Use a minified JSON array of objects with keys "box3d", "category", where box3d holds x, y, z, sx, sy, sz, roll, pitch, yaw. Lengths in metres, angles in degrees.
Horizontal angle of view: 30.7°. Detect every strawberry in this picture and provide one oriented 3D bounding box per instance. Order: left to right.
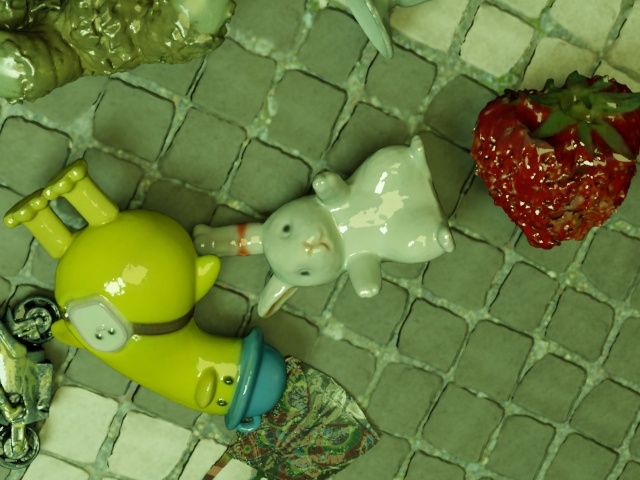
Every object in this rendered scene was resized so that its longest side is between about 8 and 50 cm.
[{"box3d":[0.260,-0.084,1.280,0.184,0.187,0.201,17,129,25],"category":"strawberry"}]

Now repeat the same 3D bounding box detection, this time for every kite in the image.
[{"box3d":[-0.074,0.272,1.338,0.285,0.015,0.152,-46,102,-5],"category":"kite"}]

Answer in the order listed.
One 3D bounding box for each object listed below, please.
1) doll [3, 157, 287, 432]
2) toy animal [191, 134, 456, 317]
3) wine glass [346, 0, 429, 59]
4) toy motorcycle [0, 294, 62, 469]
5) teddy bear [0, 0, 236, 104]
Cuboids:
[{"box3d":[-0.178,0.078,1.229,0.199,0.145,0.363,-31,114,19],"category":"doll"},{"box3d":[0.009,-0.003,1.244,0.282,0.138,0.140,-21,94,-9],"category":"toy animal"},{"box3d":[0.123,-0.291,1.217,0.196,0.165,0.165,-33,104,-1],"category":"wine glass"},{"box3d":[-0.346,0.148,1.234,0.124,0.061,0.193,10,91,-20],"category":"toy motorcycle"},{"box3d":[-0.227,-0.283,1.143,0.267,0.156,0.256,-13,102,4],"category":"teddy bear"}]
